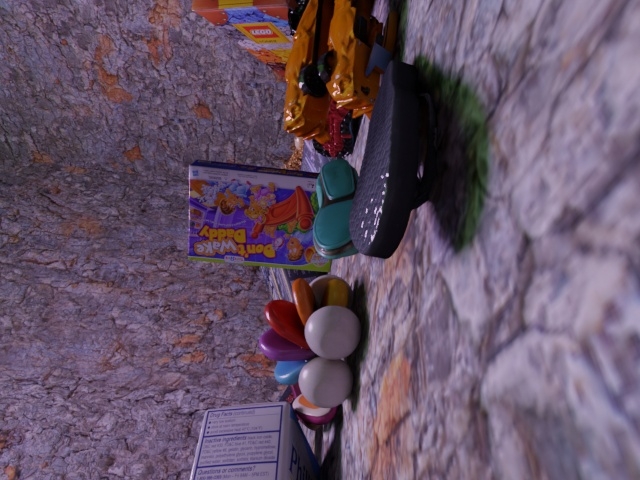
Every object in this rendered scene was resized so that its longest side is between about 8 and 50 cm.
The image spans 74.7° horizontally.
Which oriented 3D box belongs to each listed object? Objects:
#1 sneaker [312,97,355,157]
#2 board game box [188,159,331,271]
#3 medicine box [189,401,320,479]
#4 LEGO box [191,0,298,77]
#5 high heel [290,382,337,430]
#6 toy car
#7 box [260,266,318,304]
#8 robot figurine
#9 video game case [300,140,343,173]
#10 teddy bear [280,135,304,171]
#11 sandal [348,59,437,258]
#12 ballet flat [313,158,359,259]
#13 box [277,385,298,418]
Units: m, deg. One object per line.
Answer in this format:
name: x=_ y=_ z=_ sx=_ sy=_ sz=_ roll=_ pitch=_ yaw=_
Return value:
sneaker: x=0.028 y=-0.273 z=0.778 sx=0.262 sy=0.104 sz=0.125 roll=105 pitch=172 yaw=-65
board game box: x=-0.135 y=-0.057 z=1.019 sx=0.078 sy=0.347 sz=0.233 roll=-97 pitch=13 yaw=-69
medicine box: x=-0.095 y=0.453 z=0.656 sx=0.289 sy=0.149 sz=0.263 roll=-88 pitch=-12 yaw=-49
LEGO box: x=-0.048 y=-0.631 z=0.832 sx=0.372 sy=0.193 sz=0.500 roll=-8 pitch=-76 yaw=-70
high heel: x=-0.003 y=0.316 z=0.752 sx=0.117 sy=0.082 sz=0.244 roll=64 pitch=159 yaw=1
toy car: x=-0.020 y=0.139 z=0.608 sx=0.159 sy=0.136 sz=0.182 roll=-99 pitch=15 yaw=-72
box: x=-0.101 y=0.111 z=1.256 sx=0.318 sy=0.097 sz=0.395 roll=98 pitch=156 yaw=-49
robot figurine: x=0.027 y=-0.293 z=0.582 sx=0.211 sy=0.085 sz=0.291 roll=-7 pitch=70 yaw=49
video game case: x=-0.006 y=-0.186 z=1.147 sx=0.274 sy=0.026 sz=0.196 roll=102 pitch=149 yaw=-50
teddy bear: x=-0.059 y=-0.310 z=1.532 sx=0.245 sy=0.113 sz=0.338 roll=-42 pitch=-2 yaw=-1
sandal: x=0.071 y=-0.087 z=0.354 sx=0.254 sy=0.055 sz=0.097 roll=-75 pitch=3 yaw=-46
ballet flat: x=0.037 y=-0.030 z=0.596 sx=0.247 sy=0.083 sz=0.087 roll=-90 pitch=-17 yaw=-56
box: x=-0.073 y=0.391 z=0.953 sx=0.233 sy=0.044 sz=0.159 roll=-53 pitch=-19 yaw=-40
